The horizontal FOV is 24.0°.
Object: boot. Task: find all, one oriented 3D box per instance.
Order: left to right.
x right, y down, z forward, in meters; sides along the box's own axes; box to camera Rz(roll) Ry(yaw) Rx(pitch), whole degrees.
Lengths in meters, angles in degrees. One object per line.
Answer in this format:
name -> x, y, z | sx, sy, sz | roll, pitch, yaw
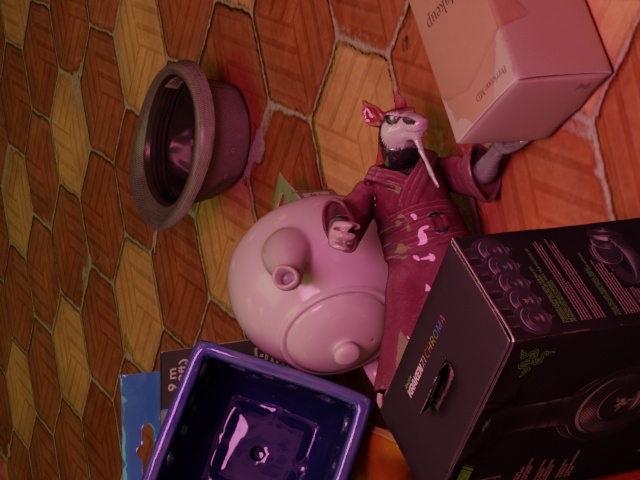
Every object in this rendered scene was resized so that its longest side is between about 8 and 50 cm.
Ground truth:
boot -> 0.076, 0.342, 1.914 | 0.295, 0.104, 0.211 | 154, 127, -75

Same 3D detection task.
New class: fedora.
fedora -> -0.196, -0.152, 2.394 | 0.244, 0.124, 0.275 | 46, 127, 49

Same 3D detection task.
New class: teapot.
teapot -> 0.013, 0.083, 1.882 | 0.187, 0.256, 0.252 | -113, 33, -42

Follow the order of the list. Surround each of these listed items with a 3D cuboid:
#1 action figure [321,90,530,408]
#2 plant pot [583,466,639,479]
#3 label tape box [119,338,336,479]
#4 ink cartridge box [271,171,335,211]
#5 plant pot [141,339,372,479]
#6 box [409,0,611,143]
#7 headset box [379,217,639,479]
action figure -> 0.135, 0.002, 1.738 | 0.276, 0.248, 0.370 | 76, 179, -75
plant pot -> 0.209, 0.354, 1.543 | 0.267, 0.235, 0.267 | 51, 138, 50
label tape box -> -0.151, 0.280, 2.138 | 0.115, 0.347, 0.249 | 38, -133, -64
ink cartridge box -> 0.000, 0.000, 2.094 | 0.209, 0.062, 0.109 | 52, 140, 48
plant pot -> -0.080, 0.269, 1.906 | 0.212, 0.236, 0.236 | 77, -147, -85
box -> 0.180, -0.270, 1.598 | 0.148, 0.121, 0.311 | -51, 50, 55
headset box -> 0.216, 0.114, 1.422 | 0.131, 0.283, 0.246 | 62, 146, 38
